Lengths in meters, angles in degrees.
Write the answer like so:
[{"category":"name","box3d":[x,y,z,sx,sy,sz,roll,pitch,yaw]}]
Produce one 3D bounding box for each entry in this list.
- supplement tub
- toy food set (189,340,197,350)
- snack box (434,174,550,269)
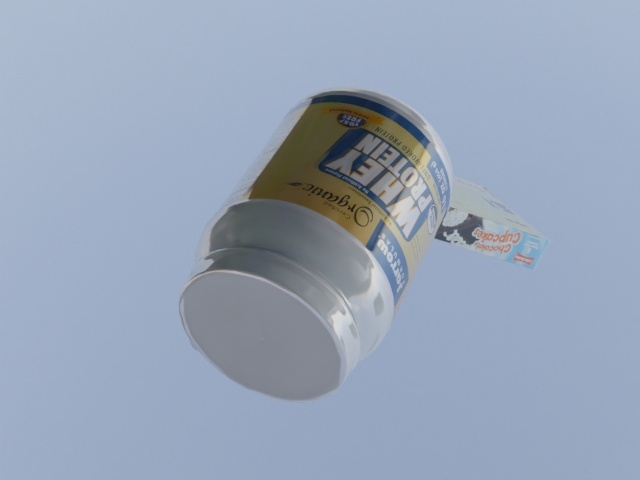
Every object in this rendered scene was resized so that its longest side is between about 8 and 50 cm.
[{"category":"supplement tub","box3d":[0.000,0.000,0.753,0.144,0.144,0.200,13,-134,19]},{"category":"toy food set","box3d":[-0.047,0.108,1.309,0.232,0.111,0.104,-22,-154,5]},{"category":"snack box","box3d":[0.169,-0.057,1.588,0.060,0.322,0.187,-62,-145,17]}]
